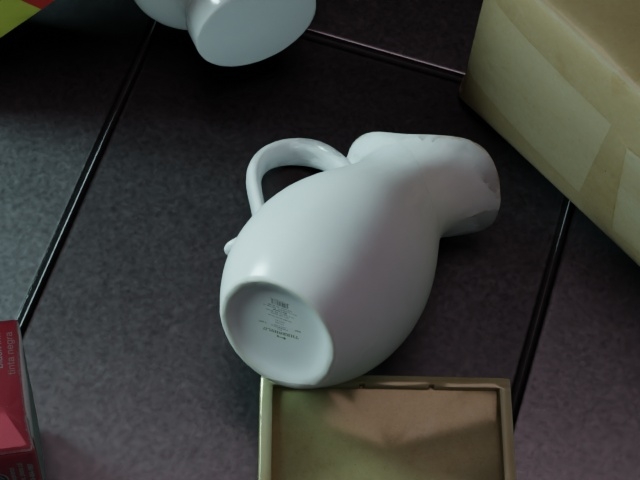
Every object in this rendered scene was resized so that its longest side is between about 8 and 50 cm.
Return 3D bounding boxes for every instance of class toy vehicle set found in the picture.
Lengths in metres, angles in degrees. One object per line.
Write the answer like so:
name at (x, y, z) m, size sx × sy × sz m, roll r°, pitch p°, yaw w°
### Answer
toy vehicle set at (0.042, 0.211, 1.110) m, size 0.166 × 0.035 × 0.267 m, roll 2°, pitch 60°, yaw -3°

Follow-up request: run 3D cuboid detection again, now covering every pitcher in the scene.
pitcher at (0.000, 0.000, 1.177) m, size 0.177 × 0.125 × 0.207 m, roll 13°, pitch 37°, yaw 26°

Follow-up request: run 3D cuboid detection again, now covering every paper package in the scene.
paper package at (0.312, -0.122, 1.243) m, size 0.309 × 0.168 × 0.325 m, roll -36°, pitch 68°, yaw -23°

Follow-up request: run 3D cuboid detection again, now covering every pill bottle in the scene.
pill bottle at (-0.095, -0.257, 1.304) m, size 0.146 × 0.146 × 0.264 m, roll -19°, pitch 63°, yaw -14°

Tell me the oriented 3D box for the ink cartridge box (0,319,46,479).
ink cartridge box at (-0.279, 0.130, 1.065) m, size 0.217 × 0.158 × 0.092 m, roll -8°, pitch 62°, yaw -9°

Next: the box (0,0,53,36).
box at (-0.214, -0.206, 1.242) m, size 0.232 × 0.058 × 0.087 m, roll -30°, pitch 63°, yaw 23°
